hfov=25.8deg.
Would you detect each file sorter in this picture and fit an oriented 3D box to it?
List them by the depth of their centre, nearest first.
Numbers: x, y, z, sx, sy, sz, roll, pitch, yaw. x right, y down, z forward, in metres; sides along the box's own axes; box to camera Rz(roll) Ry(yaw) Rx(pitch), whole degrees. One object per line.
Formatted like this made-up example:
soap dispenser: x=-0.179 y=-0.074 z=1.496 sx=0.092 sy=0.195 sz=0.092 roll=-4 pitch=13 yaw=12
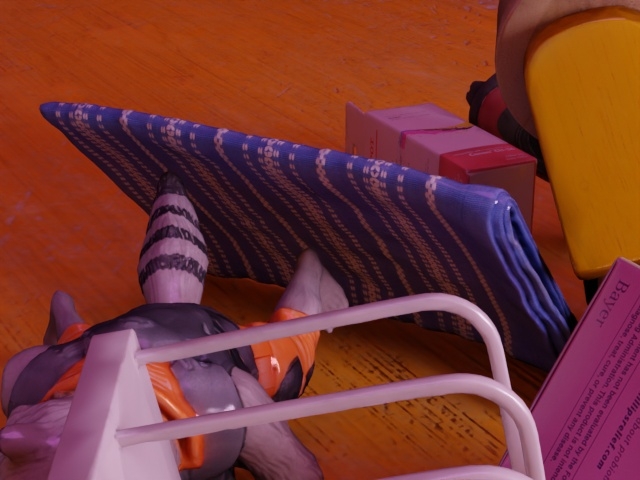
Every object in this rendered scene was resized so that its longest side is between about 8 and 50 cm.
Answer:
file sorter: x=0.008 y=0.162 z=0.486 sx=0.173 sy=0.193 sz=0.278 roll=-12 pitch=22 yaw=4

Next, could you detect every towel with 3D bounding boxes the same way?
towel: x=0.000 y=0.000 z=0.935 sx=0.336 sy=0.243 sz=0.040 roll=13 pitch=70 yaw=27

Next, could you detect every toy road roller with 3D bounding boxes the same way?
toy road roller: x=0.263 y=-0.050 z=0.894 sx=0.240 sy=0.330 sz=0.202 roll=-17 pitch=19 yaw=14

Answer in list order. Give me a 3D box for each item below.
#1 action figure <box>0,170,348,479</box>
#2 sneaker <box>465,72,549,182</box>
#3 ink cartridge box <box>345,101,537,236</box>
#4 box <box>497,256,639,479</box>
action figure: x=-0.133 y=0.078 z=0.761 sx=0.341 sy=0.179 sz=0.330 roll=2 pitch=13 yaw=0
sneaker: x=0.247 y=-0.060 z=1.128 sx=0.276 sy=0.098 sz=0.135 roll=21 pitch=25 yaw=-21
ink cartridge box: x=0.090 y=-0.039 z=1.119 sx=0.067 sy=0.115 sz=0.198 roll=-11 pitch=26 yaw=-24
box: x=0.240 y=0.133 z=0.595 sx=0.213 sy=0.117 sz=0.243 roll=26 pitch=4 yaw=-38
